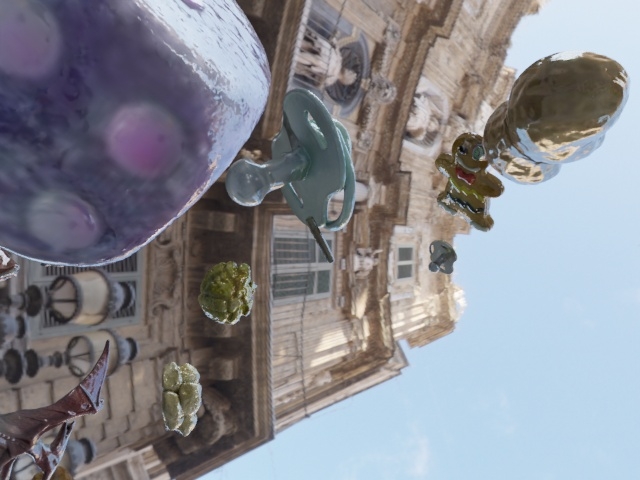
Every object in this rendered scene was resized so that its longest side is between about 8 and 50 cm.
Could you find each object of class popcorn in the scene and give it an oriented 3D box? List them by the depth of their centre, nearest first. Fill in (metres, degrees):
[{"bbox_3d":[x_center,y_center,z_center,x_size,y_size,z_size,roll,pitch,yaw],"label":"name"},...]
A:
[{"bbox_3d":[-0.178,0.103,1.119,0.121,0.116,0.106,62,-32,21],"label":"popcorn"}]

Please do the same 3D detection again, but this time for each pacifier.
[{"bbox_3d":[0.234,0.038,1.160,0.068,0.064,0.083,35,-36,26],"label":"pacifier"},{"bbox_3d":[-0.067,-0.137,1.223,0.288,0.269,0.343,57,-24,20],"label":"pacifier"}]

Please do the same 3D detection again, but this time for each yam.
[{"bbox_3d":[0.000,0.000,1.270,0.021,0.021,0.116,-19,-72,27],"label":"yam"}]

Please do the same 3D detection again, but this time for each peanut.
[{"bbox_3d":[0.221,-0.110,0.582,0.104,0.228,0.086,19,-100,2],"label":"peanut"}]

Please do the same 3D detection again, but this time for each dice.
[{"bbox_3d":[-0.227,-0.160,0.565,0.271,0.270,0.270,-36,-150,22],"label":"dice"}]

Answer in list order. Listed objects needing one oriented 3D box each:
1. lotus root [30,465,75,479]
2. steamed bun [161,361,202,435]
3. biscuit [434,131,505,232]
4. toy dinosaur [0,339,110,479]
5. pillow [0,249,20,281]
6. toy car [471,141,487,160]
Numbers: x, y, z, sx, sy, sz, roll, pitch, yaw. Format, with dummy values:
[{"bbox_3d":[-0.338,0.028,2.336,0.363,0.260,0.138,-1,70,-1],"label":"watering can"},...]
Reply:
[{"bbox_3d":[-0.537,0.527,1.202,0.095,0.159,0.135,-57,-136,8],"label":"lotus root"},{"bbox_3d":[-0.375,0.440,1.601,0.106,0.192,0.178,-3,-52,-6],"label":"steamed bun"},{"bbox_3d":[0.298,-0.118,1.184,0.158,0.240,0.035,30,-119,30],"label":"biscuit"},{"bbox_3d":[-0.254,0.174,0.495,0.032,0.108,0.220,23,-111,45],"label":"toy dinosaur"},{"bbox_3d":[-0.468,0.031,0.643,0.126,0.232,0.043,37,-59,20],"label":"pillow"},{"bbox_3d":[0.324,-0.166,1.013,0.142,0.069,0.055,-8,-97,62],"label":"toy car"}]
